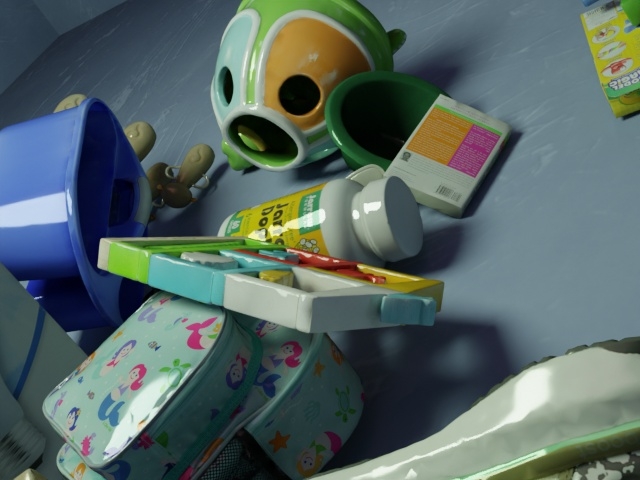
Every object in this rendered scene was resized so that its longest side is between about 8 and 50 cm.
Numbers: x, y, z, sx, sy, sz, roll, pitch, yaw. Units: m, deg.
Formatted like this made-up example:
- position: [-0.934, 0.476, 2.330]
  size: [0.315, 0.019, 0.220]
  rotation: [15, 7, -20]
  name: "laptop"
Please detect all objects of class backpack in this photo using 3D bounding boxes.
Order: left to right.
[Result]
- position: [-0.099, 0.149, 0.760]
  size: [0.253, 0.191, 0.225]
  rotation: [-39, 27, -20]
  name: "backpack"

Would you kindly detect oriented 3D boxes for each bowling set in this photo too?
- position: [-0.321, -0.089, 1.412]
  size: [0.287, 0.199, 0.154]
  rotation: [21, 53, 6]
  name: "bowling set"

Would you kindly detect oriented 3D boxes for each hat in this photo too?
- position: [0.067, -0.097, 1.119]
  size: [0.209, 0.183, 0.172]
  rotation: [15, 53, -2]
  name: "hat"

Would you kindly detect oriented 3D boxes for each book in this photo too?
- position: [0.147, -0.097, 0.990]
  size: [0.096, 0.035, 0.144]
  rotation: [25, 56, 19]
  name: "book"

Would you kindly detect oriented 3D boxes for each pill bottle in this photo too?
- position: [0.000, 0.000, 0.943]
  size: [0.209, 0.117, 0.117]
  rotation: [-16, 33, 30]
  name: "pill bottle"

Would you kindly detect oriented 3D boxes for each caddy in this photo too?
- position: [-0.311, -0.034, 1.154]
  size: [0.179, 0.241, 0.341]
  rotation: [-11, 46, 4]
  name: "caddy"

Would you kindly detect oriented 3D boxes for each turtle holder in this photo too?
- position: [-0.058, -0.219, 1.218]
  size: [0.320, 0.243, 0.227]
  rotation: [0, 55, 41]
  name: "turtle holder"

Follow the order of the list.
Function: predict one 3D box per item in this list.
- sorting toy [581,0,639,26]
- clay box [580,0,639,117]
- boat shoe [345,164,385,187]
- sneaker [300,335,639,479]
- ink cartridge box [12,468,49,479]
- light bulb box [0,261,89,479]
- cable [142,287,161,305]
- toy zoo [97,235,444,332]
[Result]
- position: [0.456, -0.348, 0.956]
  size: [0.348, 0.047, 0.196]
  rotation: [-33, 25, 19]
  name: "sorting toy"
- position: [0.367, -0.213, 0.956]
  size: [0.128, 0.053, 0.222]
  rotation: [-20, 32, 22]
  name: "clay box"
- position: [0.034, -0.039, 1.016]
  size: [0.125, 0.046, 0.038]
  rotation: [-55, -5, 19]
  name: "boat shoe"
- position: [0.073, 0.214, 0.479]
  size: [0.410, 0.158, 0.182]
  rotation: [-39, 41, 27]
  name: "sneaker"
- position: [-0.252, 0.330, 0.671]
  size: [0.193, 0.088, 0.234]
  rotation: [-37, 45, -5]
  name: "ink cartridge box"
- position: [-0.459, 0.171, 0.903]
  size: [0.225, 0.361, 0.358]
  rotation: [6, 48, 51]
  name: "light bulb box"
- position: [-0.154, 0.070, 1.071]
  size: [0.151, 0.047, 0.184]
  rotation: [-21, 30, 23]
  name: "cable"
- position: [-0.027, 0.035, 0.760]
  size: [0.293, 0.030, 0.192]
  rotation: [12, 9, 36]
  name: "toy zoo"
